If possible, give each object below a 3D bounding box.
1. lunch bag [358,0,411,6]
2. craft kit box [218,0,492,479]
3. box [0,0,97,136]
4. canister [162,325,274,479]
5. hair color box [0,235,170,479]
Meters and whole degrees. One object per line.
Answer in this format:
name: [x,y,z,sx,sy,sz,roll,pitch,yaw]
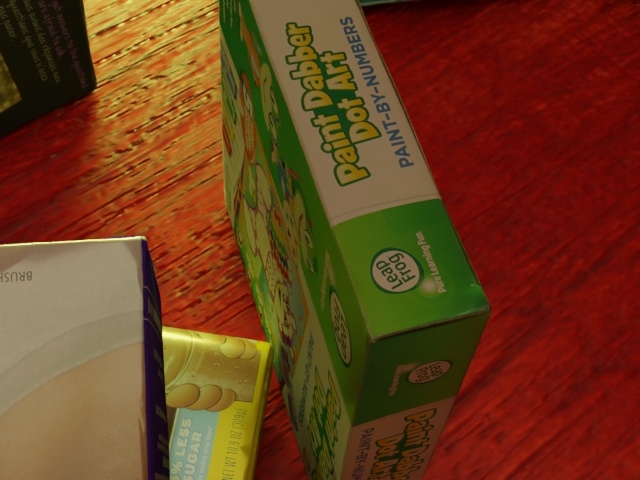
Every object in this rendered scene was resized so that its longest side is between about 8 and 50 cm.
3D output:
lunch bag: [0.040,-0.302,0.789,0.262,0.160,0.223,-11,61,2]
craft kit box: [0.000,0.000,0.534,0.061,0.250,0.246,-15,58,-13]
box: [-0.309,-0.135,0.660,0.270,0.143,0.165,-33,66,-23]
canister: [-0.118,0.102,0.564,0.170,0.073,0.126,9,58,-1]
hair color box: [-0.159,0.174,0.440,0.185,0.110,0.338,-3,77,-6]
